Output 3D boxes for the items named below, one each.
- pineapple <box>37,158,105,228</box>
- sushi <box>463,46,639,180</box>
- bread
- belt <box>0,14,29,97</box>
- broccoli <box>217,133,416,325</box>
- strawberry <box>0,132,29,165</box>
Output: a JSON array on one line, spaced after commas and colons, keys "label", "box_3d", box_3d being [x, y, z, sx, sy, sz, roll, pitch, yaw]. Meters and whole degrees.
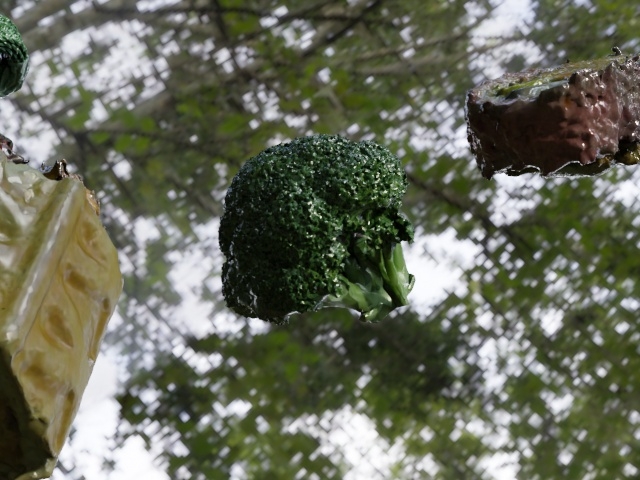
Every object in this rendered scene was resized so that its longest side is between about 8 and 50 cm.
[{"label": "pineapple", "box_3d": [-0.297, 0.015, 1.637, 0.076, 0.224, 0.225, 14, -39, -24]}, {"label": "sushi", "box_3d": [0.238, -0.118, 1.329, 0.161, 0.241, 0.107, 4, -69, 50]}, {"label": "bread", "box_3d": [-0.303, 0.066, 1.297, 0.196, 0.252, 0.238, -5, -58, 22]}, {"label": "belt", "box_3d": [-0.481, -0.256, 2.106, 0.079, 0.121, 0.151, 59, -5, 22]}, {"label": "broccoli", "box_3d": [0.000, 0.000, 1.877, 0.275, 0.308, 0.308, 49, -43, -14]}, {"label": "strawberry", "box_3d": [-0.477, -0.021, 1.626, 0.250, 0.238, 0.288, 26, -91, 0]}]
